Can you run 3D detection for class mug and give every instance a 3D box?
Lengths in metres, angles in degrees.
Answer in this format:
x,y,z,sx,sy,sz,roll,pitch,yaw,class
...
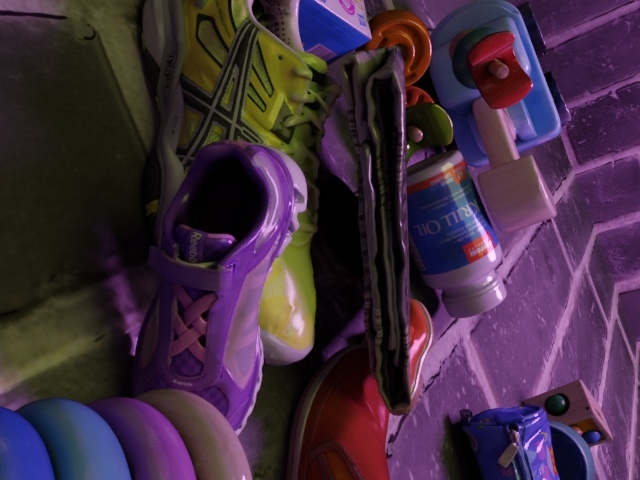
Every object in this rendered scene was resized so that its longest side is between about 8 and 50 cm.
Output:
x,y,z,sx,sy,sz,roll,pitch,yaw,class
0.340,0.352,0.981,0.097,0.158,0.129,18,34,-57,mug

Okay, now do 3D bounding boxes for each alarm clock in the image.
x,y,z,sx,sy,sz,roll,pitch,yaw,class
0.000,0.000,0.682,0.129,0.064,0.192,58,35,-20,alarm clock

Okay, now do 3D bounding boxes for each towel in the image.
x,y,z,sx,sy,sz,roll,pitch,yaw,class
0.064,-0.038,0.665,0.324,0.056,0.312,-70,158,-70,towel

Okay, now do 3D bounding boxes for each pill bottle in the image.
x,y,z,sx,sy,sz,roll,pitch,yaw,class
0.186,-0.006,0.919,0.222,0.124,0.124,64,31,-9,pill bottle

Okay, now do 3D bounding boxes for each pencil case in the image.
x,y,z,sx,sy,sz,roll,pitch,yaw,class
0.277,0.371,0.851,0.133,0.119,0.306,54,25,-73,pencil case

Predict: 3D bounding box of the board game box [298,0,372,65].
x,y,z,sx,sy,sz,roll,pitch,yaw,class
-0.083,-0.395,0.731,0.308,0.086,0.302,11,64,-52,board game box

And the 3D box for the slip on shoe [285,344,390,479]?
x,y,z,sx,sy,sz,roll,pitch,yaw,class
0.027,0.224,0.553,0.123,0.101,0.331,53,33,-24,slip on shoe

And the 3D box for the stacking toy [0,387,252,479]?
x,y,z,sx,sy,sz,roll,pitch,yaw,class
-0.183,0.124,0.250,0.330,0.141,0.141,19,57,-49,stacking toy

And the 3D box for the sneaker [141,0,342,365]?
x,y,z,sx,sy,sz,roll,pitch,yaw,class
-0.058,-0.087,0.549,0.145,0.147,0.385,6,68,-58,sneaker

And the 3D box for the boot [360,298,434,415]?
x,y,z,sx,sy,sz,roll,pitch,yaw,class
0.088,0.118,0.759,0.084,0.059,0.158,47,38,-26,boot

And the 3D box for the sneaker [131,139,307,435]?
x,y,z,sx,sy,sz,roll,pitch,yaw,class
-0.077,0.033,0.427,0.104,0.095,0.236,73,31,-80,sneaker

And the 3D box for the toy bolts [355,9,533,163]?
x,y,z,sx,sy,sz,roll,pitch,yaw,class
0.155,-0.247,0.899,0.158,0.228,0.218,-105,169,-60,toy bolts

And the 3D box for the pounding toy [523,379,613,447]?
x,y,z,sx,sy,sz,roll,pitch,yaw,class
0.431,0.329,1.137,0.141,0.130,0.100,46,26,-35,pounding toy

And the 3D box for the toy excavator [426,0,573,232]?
x,y,z,sx,sy,sz,roll,pitch,yaw,class
0.289,-0.224,1.076,0.445,0.222,0.433,-2,73,-64,toy excavator
